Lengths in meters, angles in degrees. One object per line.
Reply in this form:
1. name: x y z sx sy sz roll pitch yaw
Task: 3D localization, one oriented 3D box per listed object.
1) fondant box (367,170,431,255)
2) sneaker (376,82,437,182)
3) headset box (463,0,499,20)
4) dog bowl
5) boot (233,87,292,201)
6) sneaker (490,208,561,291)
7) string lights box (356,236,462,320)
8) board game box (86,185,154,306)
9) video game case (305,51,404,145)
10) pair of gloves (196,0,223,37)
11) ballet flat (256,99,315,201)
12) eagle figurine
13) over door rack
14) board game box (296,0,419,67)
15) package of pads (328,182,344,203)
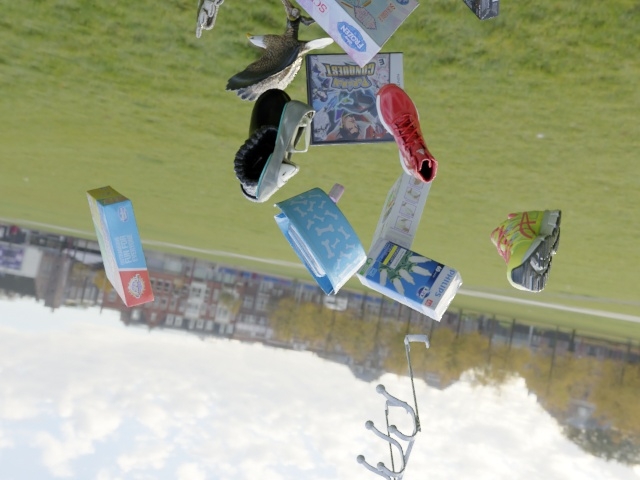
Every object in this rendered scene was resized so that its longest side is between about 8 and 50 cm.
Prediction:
1. fondant box: 0.239 -0.041 2.162 0.096 0.331 0.238 20 161 -3
2. sneaker: 0.196 -0.222 1.433 0.221 0.087 0.128 59 180 -26
3. headset box: 0.239 -0.380 1.025 0.032 0.083 0.062 -15 135 -5
4. dog bowl: 0.000 0.000 1.108 0.166 0.074 0.297 55 173 3
5. boot: -0.143 -0.281 1.836 0.131 0.348 0.260 8 170 -1
6. sneaker: 0.293 0.012 1.003 0.094 0.082 0.208 9 -155 24
7. string lights box: 0.245 0.104 1.889 0.259 0.133 0.077 24 162 32
8. board game box: -0.492 0.004 1.657 0.064 0.243 0.316 -15 -165 -22
9. video game case: 0.100 -0.392 1.889 0.274 0.249 0.035 -3 -175 -8
10. pair of gloves: -0.191 -0.511 1.252 0.042 0.240 0.204 11 -145 -20
11. ballet flat: -0.065 -0.169 1.338 0.068 0.213 0.072 20 -174 11
12. eagle figurine: -0.133 -0.524 1.950 0.226 0.299 0.225 20 -174 -43
13. over door rack: 0.156 0.388 1.509 0.108 0.240 0.324 14 -148 4
14. board game box: 0.044 -0.554 1.448 0.318 0.319 0.066 44 130 -8
15. package of pads: 0.031 -0.108 1.739 0.031 0.050 0.083 30 -147 1
